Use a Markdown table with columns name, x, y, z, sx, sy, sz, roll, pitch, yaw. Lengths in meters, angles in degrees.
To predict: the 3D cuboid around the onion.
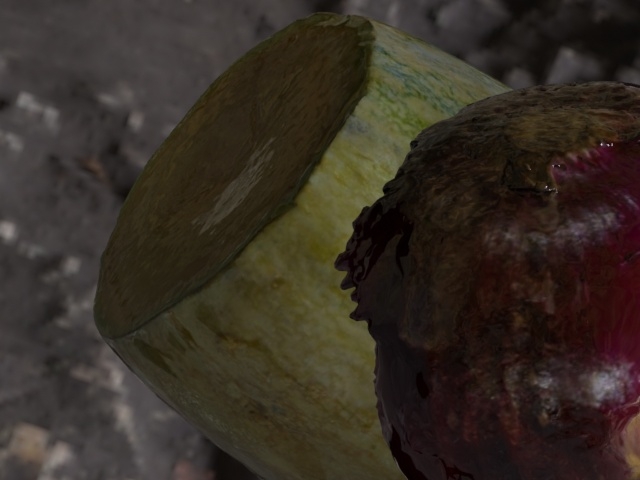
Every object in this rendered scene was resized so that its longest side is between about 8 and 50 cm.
| name | x | y | z | sx | sy | sz | roll | pitch | yaw |
| --- | --- | --- | --- | --- | --- | --- | --- | --- | --- |
| onion | 0.106 | 0.043 | 0.681 | 0.135 | 0.198 | 0.173 | -1 | 40 | 32 |

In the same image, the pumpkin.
| name | x | y | z | sx | sy | sz | roll | pitch | yaw |
| --- | --- | --- | --- | --- | --- | --- | --- | --- | --- |
| pumpkin | 0.000 | 0.000 | 1.282 | 0.199 | 0.332 | 0.332 | 35 | 12 | -28 |
